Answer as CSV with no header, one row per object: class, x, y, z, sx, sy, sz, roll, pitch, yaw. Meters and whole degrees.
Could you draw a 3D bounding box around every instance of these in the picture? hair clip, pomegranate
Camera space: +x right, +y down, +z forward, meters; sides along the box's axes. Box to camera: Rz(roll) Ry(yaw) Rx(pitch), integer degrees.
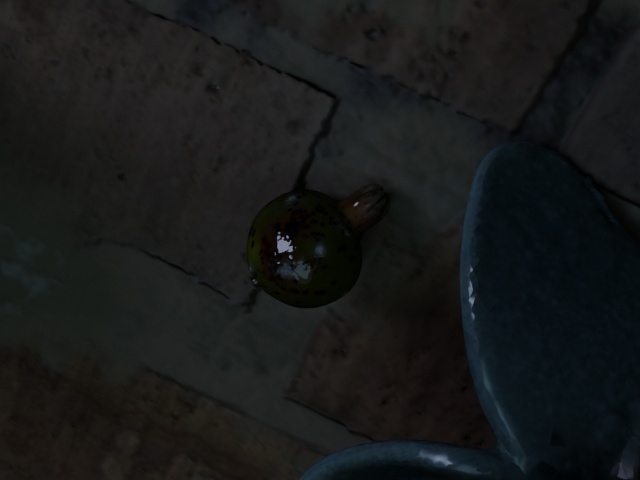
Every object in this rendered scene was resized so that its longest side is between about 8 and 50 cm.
hair clip,0.134,0.203,0.805,0.318,0.392,0.238,25,141,-19
pomegranate,-0.001,0.002,0.844,0.084,0.073,0.073,-22,114,31
